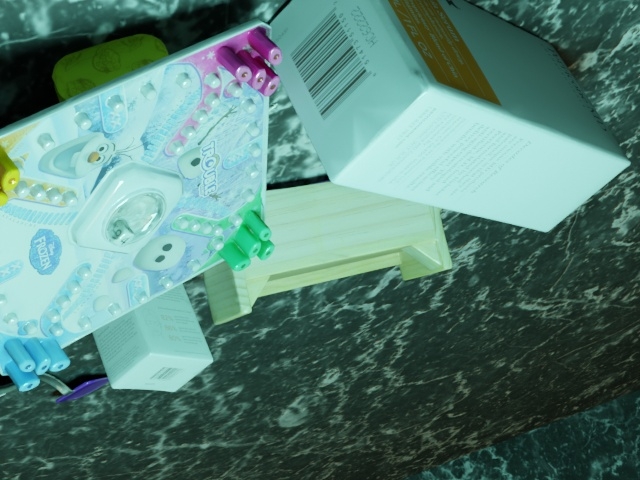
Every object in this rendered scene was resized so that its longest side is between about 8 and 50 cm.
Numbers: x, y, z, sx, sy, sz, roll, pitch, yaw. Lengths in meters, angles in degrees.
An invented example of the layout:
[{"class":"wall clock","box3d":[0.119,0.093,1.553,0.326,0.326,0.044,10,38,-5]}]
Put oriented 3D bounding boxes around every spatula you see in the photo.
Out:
[{"class":"spatula","box3d":[-0.447,0.228,1.684,0.084,0.030,0.296,-32,152,18]}]

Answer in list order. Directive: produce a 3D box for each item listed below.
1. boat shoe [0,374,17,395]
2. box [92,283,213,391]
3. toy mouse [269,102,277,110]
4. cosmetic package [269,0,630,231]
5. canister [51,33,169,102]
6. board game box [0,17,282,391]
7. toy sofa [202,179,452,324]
[{"class":"boat shoe","box3d":[-0.531,0.161,1.389,0.095,0.112,0.335,3,175,31]},{"class":"box","box3d":[-0.254,0.122,1.503,0.091,0.170,0.130,-40,149,24]},{"class":"toy mouse","box3d":[-0.147,-0.121,1.314,0.143,0.031,0.161,5,141,-44]},{"class":"cosmetic package","box3d":[0.167,-0.167,1.275,0.453,0.230,0.161,9,137,-48]},{"class":"canister","box3d":[-0.223,-0.142,1.173,0.126,0.073,0.170,-20,154,-13]},{"class":"board game box","box3d":[-0.211,-0.026,1.185,0.390,0.050,0.390,-29,149,-24]},{"class":"toy sofa","box3d":[0.000,0.000,1.556,0.362,0.177,0.150,-12,175,-23]}]
